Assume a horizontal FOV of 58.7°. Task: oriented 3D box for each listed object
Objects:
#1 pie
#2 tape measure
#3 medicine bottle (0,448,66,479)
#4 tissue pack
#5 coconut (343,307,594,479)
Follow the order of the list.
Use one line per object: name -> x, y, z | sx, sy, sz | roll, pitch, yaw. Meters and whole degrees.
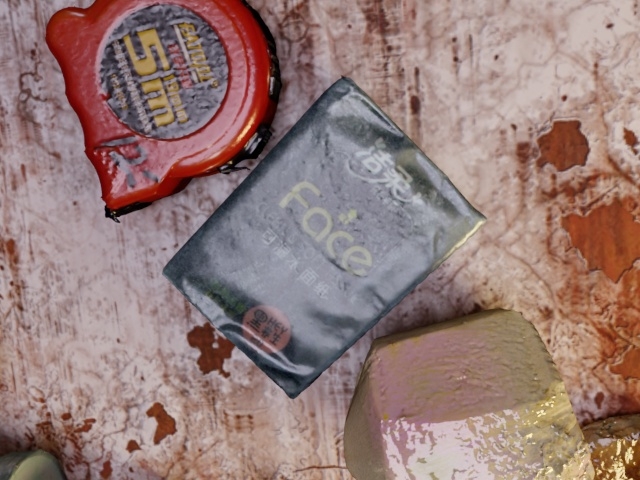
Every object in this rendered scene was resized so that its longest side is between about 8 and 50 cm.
pie -> 0.389, 0.304, 0.699 | 0.195, 0.046, 0.195 | 1, 97, 6
tape measure -> -0.171, -0.176, 0.669 | 0.261, 0.114, 0.253 | -19, 95, 6
medicine bottle -> -0.501, 0.389, 0.723 | 0.290, 0.245, 0.244 | -6, 97, -1
tissue pack -> 0.000, 0.000, 0.675 | 0.228, 0.103, 0.315 | 44, 101, -2
coconut -> 0.143, 0.206, 0.626 | 0.245, 0.233, 0.233 | -20, 95, 5
